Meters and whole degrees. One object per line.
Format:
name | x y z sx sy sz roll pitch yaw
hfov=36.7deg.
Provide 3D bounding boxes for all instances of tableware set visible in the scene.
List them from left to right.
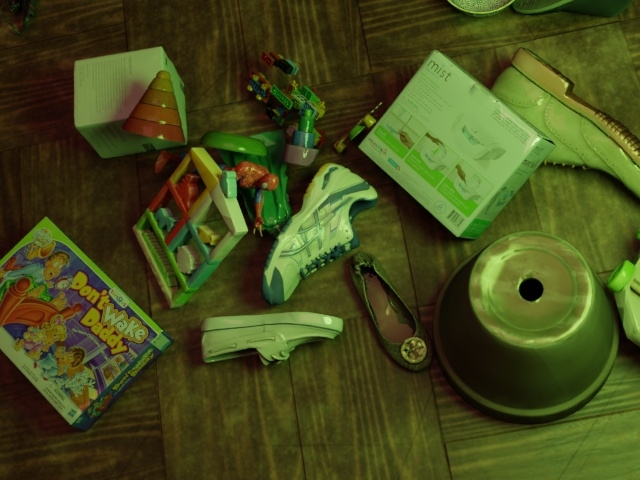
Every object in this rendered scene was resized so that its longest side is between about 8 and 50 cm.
tableware set | 0.066 -0.202 1.826 0.024 0.154 0.104 47 67 -5

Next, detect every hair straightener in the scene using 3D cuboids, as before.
hair straightener | -0.658 -0.560 2.135 0.089 0.047 0.230 2 74 10

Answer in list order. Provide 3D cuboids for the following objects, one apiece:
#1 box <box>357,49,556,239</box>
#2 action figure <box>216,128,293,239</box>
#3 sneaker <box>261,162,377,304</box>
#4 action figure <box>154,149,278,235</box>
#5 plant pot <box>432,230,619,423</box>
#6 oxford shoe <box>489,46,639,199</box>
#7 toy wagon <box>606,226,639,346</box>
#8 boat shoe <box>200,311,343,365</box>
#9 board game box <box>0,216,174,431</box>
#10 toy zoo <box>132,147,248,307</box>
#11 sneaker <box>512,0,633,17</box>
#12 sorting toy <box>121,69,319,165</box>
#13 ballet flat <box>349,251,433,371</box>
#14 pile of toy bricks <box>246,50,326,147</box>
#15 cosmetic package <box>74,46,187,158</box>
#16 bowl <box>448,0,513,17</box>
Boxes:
box | 0.245 -0.172 1.749 0.262 0.127 0.231 44 105 21
action figure | -0.107 -0.096 1.855 0.137 0.063 0.232 -17 64 0
sneaker | 0.000 0.000 1.778 0.131 0.112 0.296 27 79 12
action figure | -0.194 -0.091 1.815 0.280 0.091 0.139 7 87 37
plant pot | 0.341 0.121 1.586 0.323 0.280 0.323 -3 70 8
oxford shoe | 0.477 -0.181 1.779 0.397 0.140 0.146 46 111 18
toy wagon | 0.649 0.067 1.638 0.267 0.068 0.344 37 62 4
boat shoe | -0.090 0.180 1.734 0.268 0.096 0.088 -3 73 9
board game box | -0.480 0.152 1.815 0.347 0.078 0.233 40 80 20
toy zoo | -0.234 -0.034 1.770 0.293 0.030 0.192 -47 62 36
sneaker | 0.497 -0.469 1.896 0.222 0.118 0.083 -6 66 39
sorting toy | -0.176 -0.229 1.784 0.366 0.127 0.126 9 96 -7
ballet flat | 0.122 0.123 1.738 0.084 0.058 0.250 -28 68 -1
pile of toy bricks | -0.043 -0.283 1.902 0.212 0.105 0.118 48 124 27
cosmetic package | -0.376 -0.272 1.917 0.184 0.151 0.151 -8 69 7
bowl | 0.323 -0.506 1.930 0.170 0.080 0.170 -3 69 8
